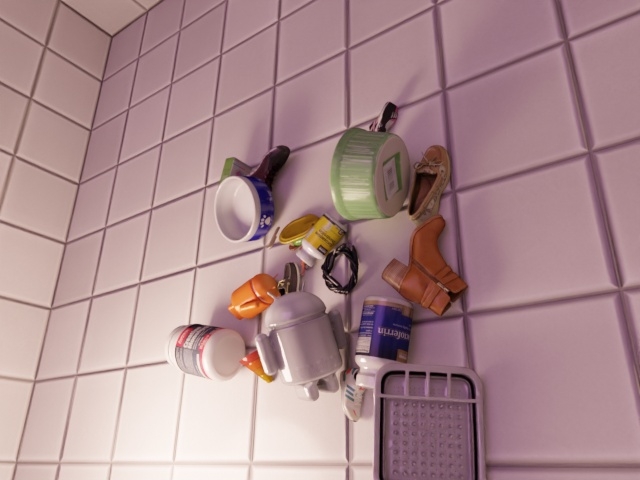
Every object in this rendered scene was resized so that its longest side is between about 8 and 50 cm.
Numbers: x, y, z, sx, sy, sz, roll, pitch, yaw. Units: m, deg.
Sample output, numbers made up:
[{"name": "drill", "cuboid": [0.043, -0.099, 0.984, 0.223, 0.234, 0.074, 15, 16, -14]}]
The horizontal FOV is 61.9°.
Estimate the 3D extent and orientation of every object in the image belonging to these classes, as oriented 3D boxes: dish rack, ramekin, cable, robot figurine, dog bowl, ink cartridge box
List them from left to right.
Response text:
[{"name": "ink cartridge box", "cuboid": [-0.375, -0.240, 2.295, 0.062, 0.109, 0.209, 0, 70, 39]}, {"name": "dog bowl", "cuboid": [-0.307, -0.126, 2.129, 0.265, 0.104, 0.265, 6, 99, 43]}, {"name": "robot figurine", "cuboid": [-0.241, 0.207, 1.974, 0.219, 0.158, 0.128, -37, 68, 20]}, {"name": "robot figurine", "cuboid": [-0.054, 0.311, 1.655, 0.200, 0.300, 0.354, -25, 82, 59]}, {"name": "cable", "cuboid": [0.066, 0.104, 1.829, 0.150, 0.047, 0.185, -25, 57, 28]}, {"name": "ramekin", "cuboid": [0.171, -0.210, 1.725, 0.148, 0.303, 0.303, 8, 76, 33]}, {"name": "dish rack", "cuboid": [0.279, 0.500, 1.401, 0.285, 0.072, 0.333, 2, 68, 4]}]

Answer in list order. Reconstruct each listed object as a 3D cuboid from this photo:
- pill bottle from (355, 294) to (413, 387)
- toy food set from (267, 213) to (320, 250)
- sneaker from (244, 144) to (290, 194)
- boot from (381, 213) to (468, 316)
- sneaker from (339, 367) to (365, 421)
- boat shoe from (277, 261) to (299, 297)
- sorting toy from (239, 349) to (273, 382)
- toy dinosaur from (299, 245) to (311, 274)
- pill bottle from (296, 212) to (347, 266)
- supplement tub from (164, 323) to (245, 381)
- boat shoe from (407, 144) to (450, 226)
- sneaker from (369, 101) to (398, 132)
[{"name": "pill bottle", "cuboid": [0.184, 0.305, 1.573, 0.153, 0.153, 0.265, -2, 70, 38]}, {"name": "toy food set", "cuboid": [-0.082, -0.019, 1.998, 0.217, 0.071, 0.128, -20, 35, 29]}, {"name": "sneaker", "cuboid": [-0.203, -0.246, 2.180, 0.281, 0.106, 0.163, -42, 57, 28]}, {"name": "boot", "cuboid": [0.346, 0.070, 1.584, 0.220, 0.109, 0.283, 34, 69, 29]}, {"name": "sneaker", "cuboid": [0.107, 0.465, 1.626, 0.075, 0.057, 0.161, -30, 51, 32]}, {"name": "boat shoe", "cuboid": [-0.118, 0.179, 1.911, 0.081, 0.068, 0.228, 132, 141, -55]}, {"name": "sorting toy", "cuboid": [-0.108, 0.379, 1.831, 0.365, 0.127, 0.126, -33, 82, 20]}, {"name": "toy dinosaur", "cuboid": [-0.058, 0.065, 1.930, 0.047, 0.090, 0.082, -28, 99, 38]}, {"name": "pill bottle", "cuboid": [0.000, 0.000, 1.880, 0.184, 0.103, 0.103, -51, 48, 2]}, {"name": "supplement tub", "cuboid": [-0.432, 0.412, 1.991, 0.272, 0.191, 0.191, 0, 71, 38]}, {"name": "boat shoe", "cuboid": [0.344, -0.186, 1.707, 0.104, 0.089, 0.285, 0, 70, 39]}, {"name": "sneaker", "cuboid": [0.214, -0.425, 1.937, 0.077, 0.072, 0.178, 14, 74, 52]}]
